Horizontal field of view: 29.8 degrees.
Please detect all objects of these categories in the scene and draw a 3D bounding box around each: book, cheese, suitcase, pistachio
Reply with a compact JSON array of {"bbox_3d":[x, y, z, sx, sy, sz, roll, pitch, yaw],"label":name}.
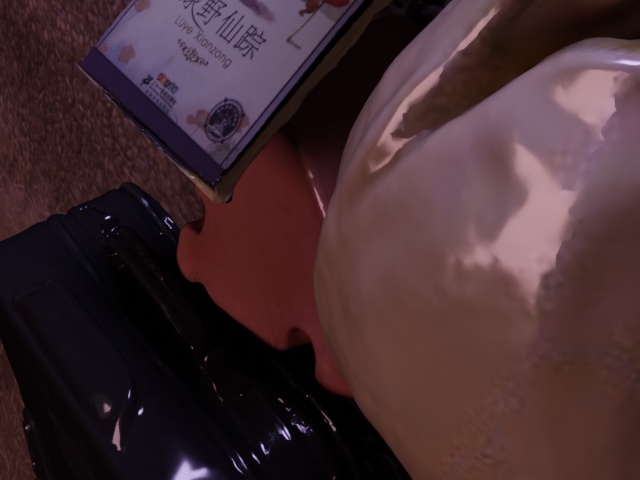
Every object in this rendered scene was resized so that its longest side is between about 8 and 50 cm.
[{"bbox_3d":[-0.022,-0.147,0.638,0.157,0.231,0.026,43,-177,40],"label":"book"},{"bbox_3d":[0.015,0.006,0.702,0.177,0.128,0.203,58,145,26],"label":"cheese"},{"bbox_3d":[-0.106,0.157,0.877,0.345,0.188,0.339,46,153,40],"label":"suitcase"},{"bbox_3d":[0.111,0.023,0.441,0.226,0.208,0.332,-3,145,22],"label":"pistachio"}]
